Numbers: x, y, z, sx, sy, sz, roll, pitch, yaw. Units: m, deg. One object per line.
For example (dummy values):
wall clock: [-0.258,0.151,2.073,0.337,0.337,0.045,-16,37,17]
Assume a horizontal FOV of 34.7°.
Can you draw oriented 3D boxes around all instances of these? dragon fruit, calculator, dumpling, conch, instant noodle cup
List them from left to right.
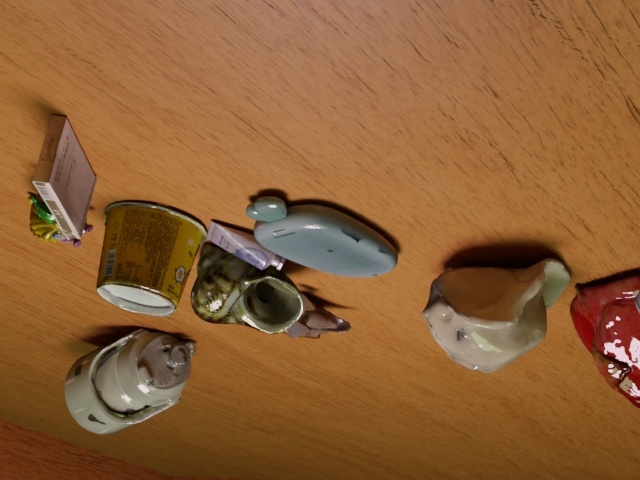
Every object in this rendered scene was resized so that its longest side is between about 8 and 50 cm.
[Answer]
instant noodle cup: [-0.295,0.037,1.728,0.182,0.144,0.182,10,158,4]
conch: [-0.140,0.083,1.829,0.187,0.124,0.181,-26,136,18]
calculator: [0.000,0.000,1.664,0.186,0.041,0.299,-13,151,42]
dumpling: [0.298,0.107,1.716,0.243,0.187,0.318,-33,163,-2]
dragon fruit: [0.571,0.171,1.624,0.286,0.227,0.329,14,159,-8]

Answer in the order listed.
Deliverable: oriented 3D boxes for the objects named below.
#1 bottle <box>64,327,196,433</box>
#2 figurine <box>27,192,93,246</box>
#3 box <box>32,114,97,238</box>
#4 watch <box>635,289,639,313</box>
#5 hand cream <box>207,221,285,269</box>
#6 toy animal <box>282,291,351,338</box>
bottle: [-0.446,0.331,2.420,0.229,0.229,0.352,24,148,-32]
figurine: [-0.441,-0.048,1.664,0.115,0.094,0.156,29,177,4]
box: [-0.374,-0.089,1.503,0.029,0.109,0.198,8,157,4]
watch: [0.575,0.087,1.481,0.206,0.068,0.193,45,128,0]
hand cream: [-0.127,0.011,1.743,0.142,0.053,0.084,22,157,-5]
toy animal: [-0.041,0.151,2.010,0.188,0.089,0.179,15,174,-16]
